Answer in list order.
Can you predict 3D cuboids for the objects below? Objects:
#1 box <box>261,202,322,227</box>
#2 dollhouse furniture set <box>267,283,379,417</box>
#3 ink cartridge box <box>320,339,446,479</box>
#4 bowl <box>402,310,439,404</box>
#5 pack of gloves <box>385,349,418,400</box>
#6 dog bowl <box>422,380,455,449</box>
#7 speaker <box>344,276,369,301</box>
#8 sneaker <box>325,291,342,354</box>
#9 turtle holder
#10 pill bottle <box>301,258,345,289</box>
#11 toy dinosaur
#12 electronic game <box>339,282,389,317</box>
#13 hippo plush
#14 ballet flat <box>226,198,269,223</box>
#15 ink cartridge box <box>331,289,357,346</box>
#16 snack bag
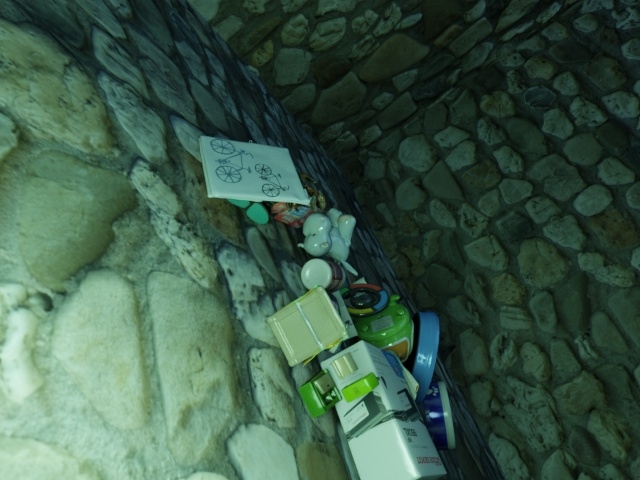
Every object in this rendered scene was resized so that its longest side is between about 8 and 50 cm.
[{"bbox_3d":[-0.132,-0.172,1.845,0.154,0.142,0.300,61,15,19],"label":"box"},{"bbox_3d":[0.014,0.291,1.231,0.302,0.197,0.151,61,16,12],"label":"dollhouse furniture set"},{"bbox_3d":[0.189,0.536,1.351,0.285,0.166,0.395,38,24,-52],"label":"ink cartridge box"},{"bbox_3d":[0.403,0.484,1.883,0.077,0.392,0.391,13,16,4],"label":"bowl"},{"bbox_3d":[0.252,0.515,1.582,0.046,0.195,0.232,3,20,-20],"label":"pack of gloves"},{"bbox_3d":[0.482,0.722,1.857,0.265,0.104,0.265,-8,90,-81],"label":"dog bowl"},{"bbox_3d":[0.150,0.214,1.967,0.055,0.136,0.055,52,15,-21],"label":"speaker"},{"bbox_3d":[-0.012,0.241,1.464,0.130,0.112,0.319,20,13,-14],"label":"sneaker"},{"bbox_3d":[0.254,0.377,1.860,0.320,0.243,0.228,10,-54,62],"label":"turtle holder"},{"bbox_3d":[0.018,0.136,1.731,0.121,0.121,0.221,61,15,16],"label":"pill bottle"},{"bbox_3d":[-0.139,-0.184,1.628,0.321,0.218,0.165,26,-29,33],"label":"toy dinosaur"},{"bbox_3d":[0.165,0.240,1.824,0.229,0.228,0.048,-91,175,-64],"label":"electronic game"},{"bbox_3d":[0.000,0.000,1.900,0.236,0.234,0.295,5,84,-47],"label":"hippo plush"},{"bbox_3d":[-0.248,-0.129,1.525,0.203,0.074,0.074,38,24,-47],"label":"ballet flat"},{"bbox_3d":[0.081,0.286,1.633,0.104,0.061,0.182,-111,179,-61],"label":"ink cartridge box"},{"bbox_3d":[-0.226,-0.237,1.517,0.342,0.037,0.323,2,44,-26],"label":"snack bag"}]
